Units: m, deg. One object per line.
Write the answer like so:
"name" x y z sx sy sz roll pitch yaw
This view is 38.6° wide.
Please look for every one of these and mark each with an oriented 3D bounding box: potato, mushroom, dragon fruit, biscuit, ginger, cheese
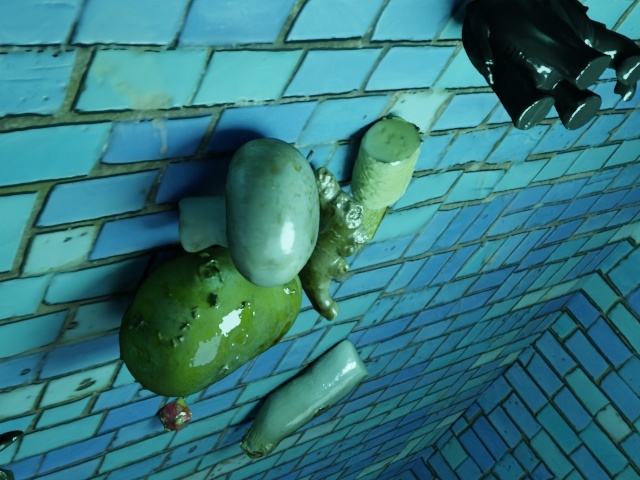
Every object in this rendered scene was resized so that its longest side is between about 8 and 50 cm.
"potato" -0.180 0.121 1.606 0.359 0.219 0.270 -27 164 -35
"mushroom" -0.050 0.424 2.401 0.397 0.126 0.177 -36 164 -9
"dragon fruit" -0.333 0.405 2.081 0.060 0.056 0.083 -13 148 -42
"mushroom" -0.117 -0.044 1.443 0.243 0.243 0.243 -29 154 -16
"biscuit" 0.068 -0.022 1.829 0.203 0.016 0.144 -26 148 -48
"ginger" 0.001 -0.001 1.707 0.080 0.166 0.333 -47 161 -41
"cheese" 0.118 -0.139 1.672 0.123 0.094 0.167 -37 161 -22

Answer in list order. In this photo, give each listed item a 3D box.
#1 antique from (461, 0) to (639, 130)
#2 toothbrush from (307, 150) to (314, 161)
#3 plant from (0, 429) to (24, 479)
"antique" 0.372 -0.322 1.496 0.322 0.255 0.185 -9 140 -38
"toothbrush" -0.032 -0.122 1.607 0.008 0.006 0.097 -14 147 -41
"plant" -0.627 0.389 1.523 0.199 0.188 0.276 -40 154 10
